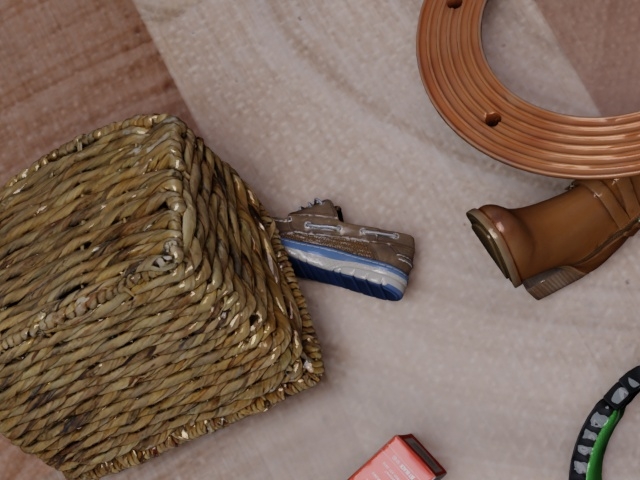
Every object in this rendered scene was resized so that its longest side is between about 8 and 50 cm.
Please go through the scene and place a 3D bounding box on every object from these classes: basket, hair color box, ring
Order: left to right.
[{"bbox_3d":[-0.177,0.049,1.190,0.299,0.223,0.213,-27,45,22],"label":"basket"},{"bbox_3d":[0.029,0.242,1.161,0.167,0.093,0.053,-45,77,3],"label":"hair color box"},{"bbox_3d":[0.247,-0.188,1.138,0.336,0.032,0.337,-9,58,14],"label":"ring"}]

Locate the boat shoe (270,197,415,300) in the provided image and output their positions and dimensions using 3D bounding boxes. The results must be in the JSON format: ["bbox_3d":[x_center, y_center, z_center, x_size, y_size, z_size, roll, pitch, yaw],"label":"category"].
[{"bbox_3d":[0.000,0.000,1.215,0.183,0.066,0.066,18,71,14],"label":"boat shoe"}]

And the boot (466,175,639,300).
[{"bbox_3d":[0.210,-0.027,1.106,0.152,0.197,0.073,-37,68,12],"label":"boot"}]

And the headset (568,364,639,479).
[{"bbox_3d":[0.367,0.156,1.052,0.394,0.185,0.243,-48,72,16],"label":"headset"}]
